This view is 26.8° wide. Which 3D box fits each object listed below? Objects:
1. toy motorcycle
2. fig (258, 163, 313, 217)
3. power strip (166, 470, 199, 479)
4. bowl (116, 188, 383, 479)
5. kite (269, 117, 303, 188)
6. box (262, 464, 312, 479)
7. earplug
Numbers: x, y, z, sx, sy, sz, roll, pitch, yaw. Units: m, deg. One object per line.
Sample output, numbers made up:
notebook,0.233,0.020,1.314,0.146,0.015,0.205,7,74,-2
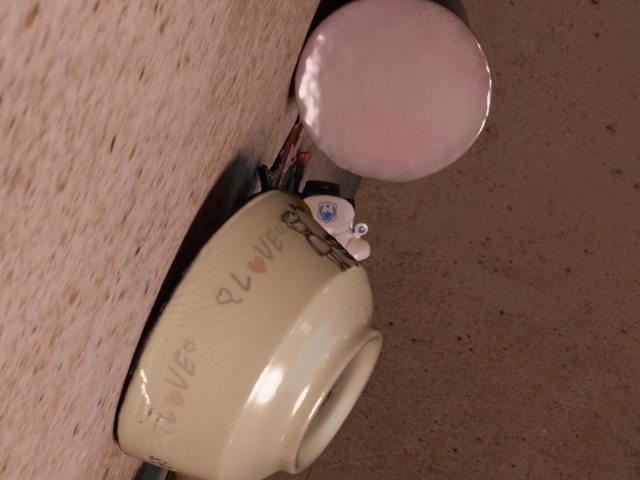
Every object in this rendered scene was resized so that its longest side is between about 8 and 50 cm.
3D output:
toy motorcycle,0.000,0.000,1.462,0.221,0.102,0.150,-91,-174,-62
fig,-0.043,-0.011,1.168,0.098,0.082,0.084,-92,164,-58
power strip,-0.110,0.196,1.498,0.092,0.066,0.387,-66,176,-70
bowl,-0.038,0.092,1.021,0.237,0.126,0.237,-53,165,-22
kite,-0.025,-0.104,1.359,0.159,0.010,0.190,108,4,-46
box,-0.062,0.236,1.810,0.231,0.149,0.155,-64,175,-52
earplug,0.078,-0.191,1.293,0.301,0.172,0.172,-76,-174,-65
